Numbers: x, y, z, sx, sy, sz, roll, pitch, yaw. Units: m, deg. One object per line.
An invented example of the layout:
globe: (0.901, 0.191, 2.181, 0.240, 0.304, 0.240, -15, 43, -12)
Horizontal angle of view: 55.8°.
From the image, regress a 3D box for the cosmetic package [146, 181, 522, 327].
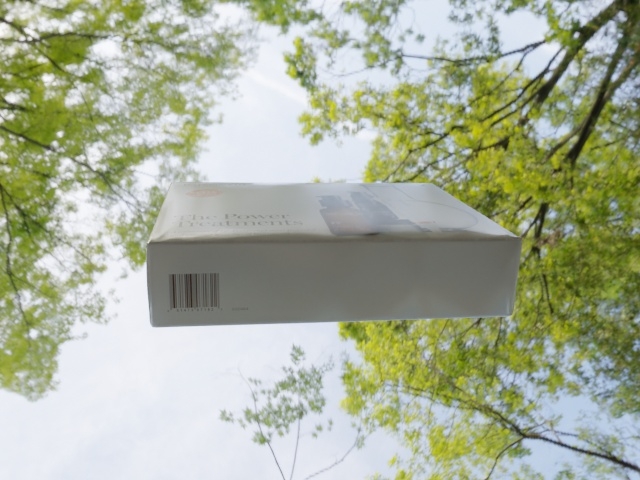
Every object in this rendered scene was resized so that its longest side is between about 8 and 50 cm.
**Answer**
cosmetic package: (0.000, 0.000, 0.729, 0.377, 0.097, 0.284, -1, -165, -10)
